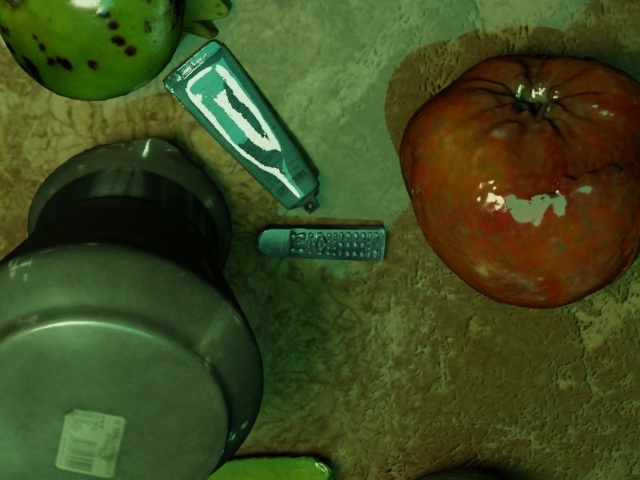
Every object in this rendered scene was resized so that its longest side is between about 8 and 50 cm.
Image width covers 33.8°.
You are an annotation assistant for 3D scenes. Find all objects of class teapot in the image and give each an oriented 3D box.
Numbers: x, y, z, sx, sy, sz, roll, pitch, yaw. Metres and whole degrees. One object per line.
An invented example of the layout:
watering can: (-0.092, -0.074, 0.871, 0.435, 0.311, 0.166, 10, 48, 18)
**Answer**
teapot: (-0.219, 0.103, 1.110, 0.306, 0.361, 0.376, 12, 121, -9)

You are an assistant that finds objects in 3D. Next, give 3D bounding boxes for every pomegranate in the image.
pomegranate: (-0.214, -0.248, 1.082, 0.263, 0.211, 0.211, -6, 118, -47)

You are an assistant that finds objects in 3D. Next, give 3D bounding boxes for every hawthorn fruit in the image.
hawthorn fruit: (0.234, -0.039, 1.126, 0.276, 0.276, 0.307, -16, 123, 5)

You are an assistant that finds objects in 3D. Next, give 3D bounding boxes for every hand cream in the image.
hand cream: (-0.079, -0.119, 1.200, 0.083, 0.048, 0.224, -37, 100, 11)

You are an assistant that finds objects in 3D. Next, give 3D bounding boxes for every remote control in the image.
remote control: (0.000, 0.000, 1.248, 0.153, 0.027, 0.043, 3, 104, -4)

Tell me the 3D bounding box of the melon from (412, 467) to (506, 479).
melon: (0.141, 0.419, 1.290, 0.302, 0.237, 0.237, -41, 106, 15)

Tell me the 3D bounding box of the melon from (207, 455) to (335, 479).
melon: (-0.160, 0.430, 1.288, 0.344, 0.226, 0.331, 7, 102, -4)
